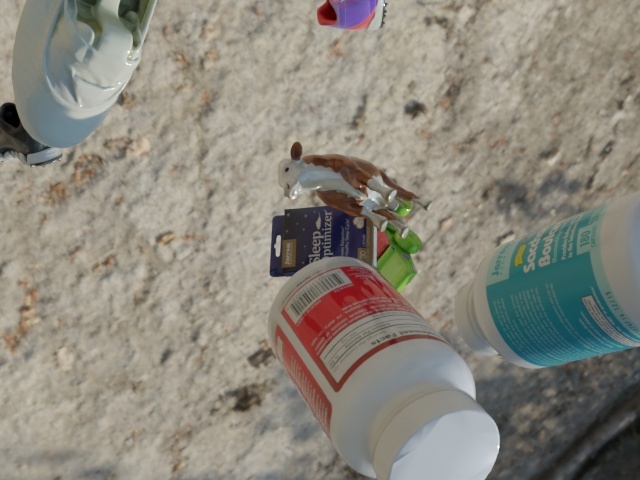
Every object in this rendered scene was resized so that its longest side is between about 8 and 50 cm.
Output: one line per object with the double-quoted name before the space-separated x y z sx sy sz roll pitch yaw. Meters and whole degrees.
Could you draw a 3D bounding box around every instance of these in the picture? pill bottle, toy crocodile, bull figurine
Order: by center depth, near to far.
"pill bottle" 0.264 0.054 0.879 0.146 0.146 0.264 -8 167 -38
"pill bottle" 0.087 0.208 1.257 0.229 0.408 0.229 -11 120 -20
"bull figurine" 0.060 -0.085 1.414 0.310 0.188 0.101 -1 120 -60
"toy crocodile" 0.142 -0.018 1.834 0.105 0.341 0.115 24 124 -26

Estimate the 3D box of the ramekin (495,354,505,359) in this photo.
"ramekin" 0.473 0.176 1.864 0.109 0.207 0.207 15 121 -11

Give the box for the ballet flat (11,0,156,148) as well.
"ballet flat" -0.228 -0.270 0.895 0.139 0.139 0.400 9 112 -47

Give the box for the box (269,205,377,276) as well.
"box" 0.000 0.000 1.629 0.225 0.136 0.036 -5 161 20

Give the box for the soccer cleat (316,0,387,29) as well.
"soccer cleat" 0.053 -0.438 1.344 0.116 0.109 0.318 -7 165 -2

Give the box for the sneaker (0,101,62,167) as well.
"sneaker" -0.540 -0.192 1.444 0.078 0.234 0.106 -33 122 -40
